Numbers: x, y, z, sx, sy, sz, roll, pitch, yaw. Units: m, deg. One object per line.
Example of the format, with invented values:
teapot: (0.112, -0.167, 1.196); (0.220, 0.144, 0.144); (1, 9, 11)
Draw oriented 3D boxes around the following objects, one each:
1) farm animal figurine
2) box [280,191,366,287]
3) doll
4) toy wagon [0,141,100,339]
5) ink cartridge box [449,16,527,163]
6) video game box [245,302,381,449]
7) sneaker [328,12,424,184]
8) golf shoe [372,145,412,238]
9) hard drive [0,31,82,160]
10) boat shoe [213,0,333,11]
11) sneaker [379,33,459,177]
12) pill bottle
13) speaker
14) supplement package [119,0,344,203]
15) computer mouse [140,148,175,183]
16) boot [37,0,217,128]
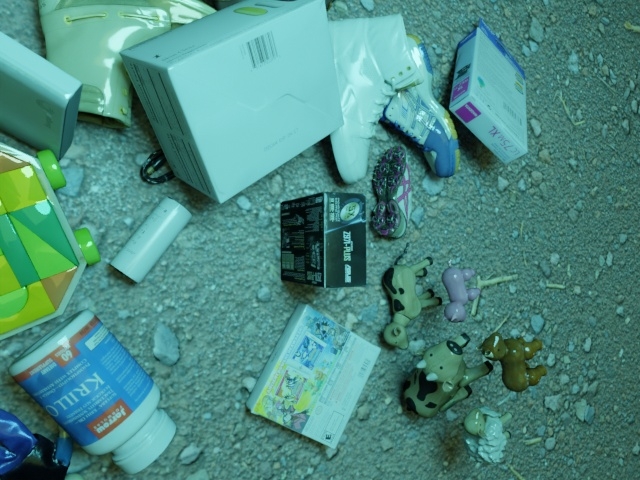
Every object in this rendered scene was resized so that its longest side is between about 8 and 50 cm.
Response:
farm animal figurine: (0.221, 0.217, 0.868); (0.172, 0.330, 0.327); (-15, 124, -28)
box: (0.000, 0.000, 0.777); (0.077, 0.180, 0.148); (0, 89, -26)
doll: (-0.408, 0.303, 0.643); (0.129, 0.046, 0.189); (-47, 108, -19)
toy wagon: (-0.466, -0.034, 0.586); (0.267, 0.068, 0.345); (-25, 112, -25)
ink cartridge box: (0.370, -0.331, 0.995); (0.185, 0.065, 0.311); (36, 52, -22)
video game box: (-0.008, 0.248, 0.842); (0.187, 0.048, 0.205); (35, 74, -24)
sneaker: (0.101, -0.252, 0.824); (0.169, 0.108, 0.293); (-3, 103, 15)
golf shoe: (0.150, -0.096, 0.926); (0.086, 0.067, 0.186); (14, 81, -52)
hard drive: (-0.450, -0.224, 0.545); (0.307, 0.203, 0.040); (32, 64, -22)
boat shoe: (-0.037, -0.443, 0.820); (0.342, 0.123, 0.123); (-33, 133, -28)
sneaker: (0.179, -0.251, 0.930); (0.130, 0.112, 0.297); (-27, 102, -4)
pill bottle: (-0.309, 0.218, 0.650); (0.124, 0.124, 0.222); (-41, 106, -21)
speaker: (-0.263, -0.001, 0.716); (0.055, 0.055, 0.136); (40, 72, -20)
supplement package: (-0.116, -0.223, 0.692); (0.261, 0.145, 0.204); (-38, 136, -27)
computer mouse: (-0.209, -0.191, 0.755); (0.071, 0.041, 0.242); (37, 74, -22)
boot: (-0.276, -0.270, 0.692); (0.261, 0.095, 0.204); (0, 89, -25)
